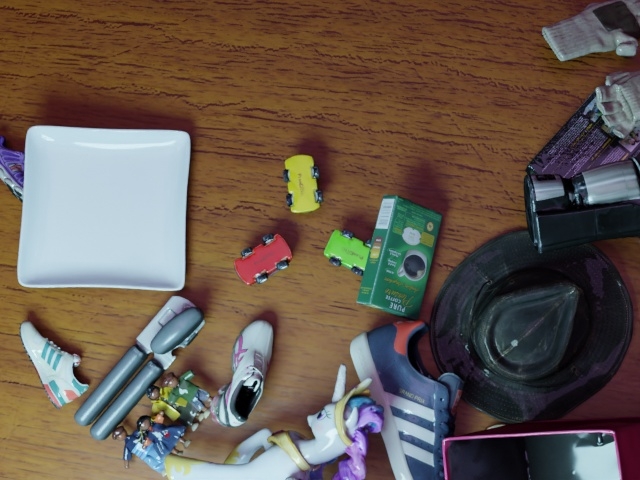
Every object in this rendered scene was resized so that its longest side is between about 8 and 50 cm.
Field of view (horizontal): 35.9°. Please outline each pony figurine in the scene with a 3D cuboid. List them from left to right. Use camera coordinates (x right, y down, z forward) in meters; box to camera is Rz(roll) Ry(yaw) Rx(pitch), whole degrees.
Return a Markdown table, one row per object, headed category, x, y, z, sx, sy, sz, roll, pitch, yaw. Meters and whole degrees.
| category | x | y | z | sx | sy | sz | roll | pitch | yaw |
| --- | --- | --- | --- | --- | --- | --- | --- | --- | --- |
| pony figurine | -0.036 | 0.397 | 1.440 | 0.363 | 0.303 | 0.351 | -29 | 60 | 23 |

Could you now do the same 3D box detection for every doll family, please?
| category | x | y | z | sx | sy | sz | roll | pitch | yaw |
| --- | --- | --- | --- | --- | --- | --- | --- | --- | --- |
| doll family | -0.260 | 0.295 | 1.610 | 0.111 | 0.076 | 0.193 | 34 | 80 | -9 |

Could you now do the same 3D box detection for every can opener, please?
| category | x | y | z | sx | sy | sz | roll | pitch | yaw |
| --- | --- | --- | --- | --- | --- | --- | --- | --- | --- |
| can opener | -0.301 | 0.206 | 1.629 | 0.074 | 0.093 | 0.280 | 41 | 91 | 11 |

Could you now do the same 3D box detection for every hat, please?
| category | x | y | z | sx | sy | sz | roll | pitch | yaw |
| --- | --- | --- | --- | --- | --- | --- | --- | --- | --- |
| hat | 0.334 | 0.126 | 1.549 | 0.331 | 0.134 | 0.331 | -1 | 80 | 7 |

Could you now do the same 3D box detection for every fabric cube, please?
| category | x | y | z | sx | sy | sz | roll | pitch | yaw |
| --- | --- | --- | --- | --- | --- | --- | --- | --- | --- |
| fabric cube | 0.353 | 0.385 | 1.380 | 0.254 | 0.258 | 0.259 | -11 | 79 | 34 |

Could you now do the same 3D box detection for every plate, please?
| category | x | y | z | sx | sy | sz | roll | pitch | yaw |
| --- | --- | --- | --- | --- | --- | --- | --- | --- | --- |
| plate | -0.364 | -0.053 | 1.680 | 0.278 | 0.045 | 0.277 | 1 | 81 | -5 |

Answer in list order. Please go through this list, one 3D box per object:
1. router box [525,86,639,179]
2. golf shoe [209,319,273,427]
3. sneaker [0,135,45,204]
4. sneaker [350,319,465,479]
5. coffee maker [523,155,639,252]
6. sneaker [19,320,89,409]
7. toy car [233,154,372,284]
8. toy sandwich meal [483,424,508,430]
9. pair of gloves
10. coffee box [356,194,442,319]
| category | x | y | z | sx | sy | sz | roll | pitch | yaw |
| --- | --- | --- | --- | --- | --- | --- | --- | --- | --- |
| router box | 0.447 | -0.142 | 1.625 | 0.133 | 0.046 | 0.179 | 42 | 87 | 11 |
| golf shoe | -0.110 | 0.214 | 1.590 | 0.067 | 0.086 | 0.186 | 30 | 67 | -28 |
| sneaker | -0.522 | -0.120 | 1.719 | 0.170 | 0.068 | 0.071 | 45 | 75 | 8 |
| sneaker | 0.173 | 0.286 | 1.534 | 0.148 | 0.131 | 0.350 | -24 | 78 | 11 |
| coffee maker | 0.414 | -0.034 | 1.530 | 0.178 | 0.120 | 0.171 | -11 | 83 | 7 |
| sneaker | -0.447 | 0.200 | 1.666 | 0.075 | 0.057 | 0.161 | -26 | 77 | -16 |
| toy car | 0.000 | 0.000 | 1.646 | 0.225 | 0.053 | 0.239 | 25 | 84 | 9 |
| toy sandwich meal | 0.283 | 0.335 | 1.571 | 0.085 | 0.029 | 0.085 | 0 | 88 | -2 |
| pair of gloves | 0.501 | -0.295 | 1.623 | 0.204 | 0.042 | 0.240 | -27 | 70 | -17 |
| coffee box | 0.129 | 0.028 | 1.602 | 0.040 | 0.113 | 0.184 | 4 | 78 | 52 |
